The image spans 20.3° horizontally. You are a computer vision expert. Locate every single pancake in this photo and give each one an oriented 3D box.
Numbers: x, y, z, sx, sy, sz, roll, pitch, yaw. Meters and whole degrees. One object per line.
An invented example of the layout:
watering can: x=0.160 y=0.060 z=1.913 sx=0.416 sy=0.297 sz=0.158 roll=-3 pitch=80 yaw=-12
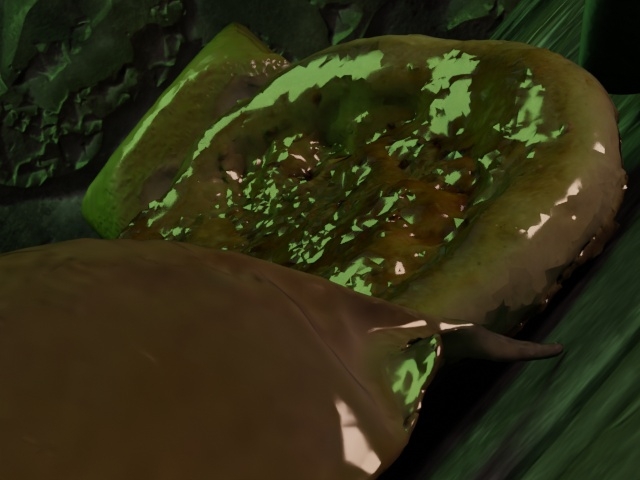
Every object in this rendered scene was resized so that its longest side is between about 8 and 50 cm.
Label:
pancake: x=0.000 y=0.001 z=0.788 sx=0.282 sy=0.049 sz=0.282 roll=-24 pitch=32 yaw=16

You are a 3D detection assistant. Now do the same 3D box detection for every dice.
dice: x=-0.059 y=-0.038 z=1.593 sx=0.227 sy=0.233 sz=0.238 roll=-49 pitch=2 yaw=2

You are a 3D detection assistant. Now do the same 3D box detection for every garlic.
garlic: x=-0.060 y=0.093 z=0.526 sx=0.338 sy=0.196 sz=0.151 roll=-52 pitch=-20 yaw=-59

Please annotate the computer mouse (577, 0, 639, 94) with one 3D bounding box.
computer mouse: x=0.222 y=-0.207 z=0.850 sx=0.188 sy=0.122 sz=0.371 roll=-50 pitch=-1 yaw=-40
